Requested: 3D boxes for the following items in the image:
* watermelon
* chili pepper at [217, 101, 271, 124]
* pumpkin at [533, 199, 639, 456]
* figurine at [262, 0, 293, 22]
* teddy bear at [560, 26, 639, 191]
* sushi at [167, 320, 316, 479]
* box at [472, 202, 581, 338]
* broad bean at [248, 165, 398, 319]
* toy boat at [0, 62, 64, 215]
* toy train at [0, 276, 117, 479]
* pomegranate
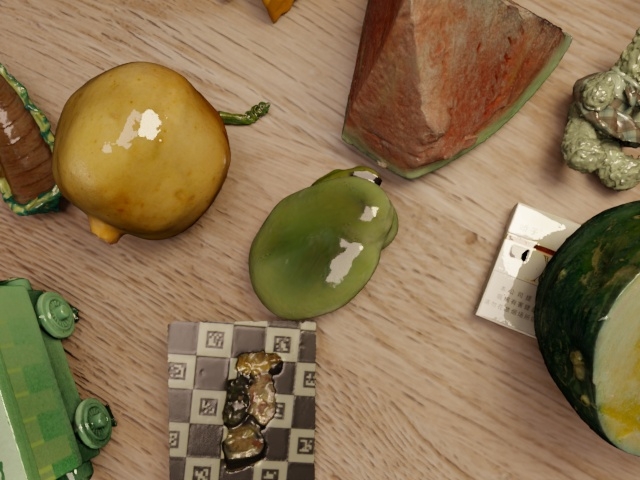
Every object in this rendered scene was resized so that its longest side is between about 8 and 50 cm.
[{"bbox_3d":[0.104,-0.248,0.670,0.250,0.292,0.283,35,91,40],"label":"watermelon"},{"bbox_3d":[-0.108,-0.181,0.796,0.083,0.022,0.027,-10,84,11],"label":"chili pepper"},{"bbox_3d":[0.378,0.081,0.608,0.292,0.197,0.264,3,103,-8],"label":"pumpkin"},{"bbox_3d":[-0.142,-0.487,0.763,0.343,0.187,0.215,44,104,4],"label":"figurine"},{"bbox_3d":[0.371,-0.173,0.686,0.133,0.111,0.213,23,99,-31],"label":"teddy bear"},{"bbox_3d":[-0.104,0.212,0.738,0.192,0.050,0.215,1,88,-8],"label":"sushi"},{"bbox_3d":[0.263,0.039,0.708,0.083,0.040,0.155,21,88,11],"label":"box"},{"bbox_3d":[0.000,0.000,0.721,0.169,0.100,0.228,33,87,25],"label":"broad bean"},{"bbox_3d":[-0.456,-0.169,0.810,0.108,0.099,0.293,-30,88,4],"label":"toy boat"},{"bbox_3d":[-0.389,0.186,0.708,0.120,0.202,0.301,-23,82,10],"label":"toy train"},{"bbox_3d":[-0.223,-0.110,0.711,0.233,0.233,0.233,-1,84,8],"label":"pomegranate"}]
